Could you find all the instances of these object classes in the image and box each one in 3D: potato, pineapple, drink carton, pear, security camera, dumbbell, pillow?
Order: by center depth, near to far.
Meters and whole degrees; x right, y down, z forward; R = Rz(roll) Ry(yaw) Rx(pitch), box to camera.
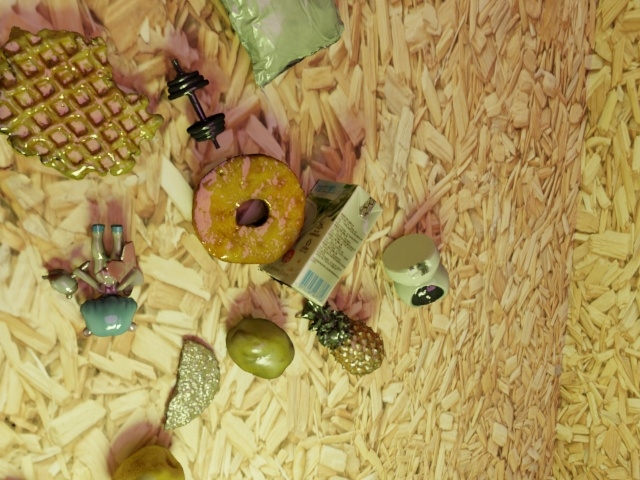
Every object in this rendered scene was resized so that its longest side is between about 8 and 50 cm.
[{"bbox_3d":[-0.281,-0.306,0.945,0.099,0.099,0.208,-35,119,-22],"label":"dumbbell"},{"bbox_3d":[-0.085,-0.558,0.994,0.310,0.138,0.283,-35,127,-20],"label":"pillow"},{"bbox_3d":[-0.433,0.608,1.027,0.178,0.178,0.178,-9,106,-32],"label":"pear"},{"bbox_3d":[-0.164,0.297,1.145,0.154,0.137,0.200,-47,124,-14],"label":"potato"},{"bbox_3d":[0.000,0.001,1.147,0.132,0.194,0.325,39,79,-35],"label":"drink carton"},{"bbox_3d":[0.054,0.282,1.279,0.169,0.169,0.340,-51,120,-13],"label":"pineapple"},{"bbox_3d":[0.331,0.119,1.407,0.194,0.194,0.236,-42,126,-18],"label":"security camera"}]

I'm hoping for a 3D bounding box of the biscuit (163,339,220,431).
[{"bbox_3d":[-0.335,0.390,1.119,0.133,0.032,0.250,13,93,-36],"label":"biscuit"}]

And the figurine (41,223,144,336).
[{"bbox_3d":[-0.484,0.093,0.904,0.205,0.103,0.260,-2,103,-33],"label":"figurine"}]

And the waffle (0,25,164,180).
[{"bbox_3d":[-0.490,-0.273,0.840,0.300,0.058,0.282,32,85,-36],"label":"waffle"}]

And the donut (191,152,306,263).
[{"bbox_3d":[-0.188,-0.079,1.054,0.303,0.110,0.303,-9,107,-31],"label":"donut"}]
